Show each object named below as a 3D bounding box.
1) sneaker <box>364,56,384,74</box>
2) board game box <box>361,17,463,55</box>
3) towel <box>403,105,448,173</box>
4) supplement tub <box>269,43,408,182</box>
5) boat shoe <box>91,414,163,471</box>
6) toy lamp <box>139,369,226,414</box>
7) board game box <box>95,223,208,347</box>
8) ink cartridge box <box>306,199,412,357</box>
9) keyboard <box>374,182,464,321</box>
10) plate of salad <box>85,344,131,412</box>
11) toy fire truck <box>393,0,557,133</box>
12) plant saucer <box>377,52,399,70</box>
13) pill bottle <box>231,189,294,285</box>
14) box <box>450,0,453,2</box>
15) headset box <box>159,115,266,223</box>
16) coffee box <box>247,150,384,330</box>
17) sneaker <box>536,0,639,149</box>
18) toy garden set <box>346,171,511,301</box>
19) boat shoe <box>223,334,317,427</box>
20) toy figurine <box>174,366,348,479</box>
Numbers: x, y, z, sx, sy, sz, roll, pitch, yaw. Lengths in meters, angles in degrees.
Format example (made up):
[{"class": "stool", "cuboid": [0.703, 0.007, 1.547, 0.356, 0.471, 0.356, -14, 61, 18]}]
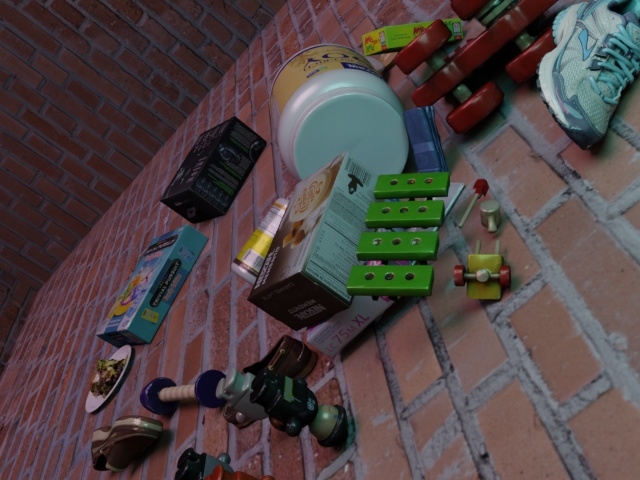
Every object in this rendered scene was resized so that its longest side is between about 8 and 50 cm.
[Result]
[{"class": "sneaker", "cuboid": [0.072, -0.343, 1.618, 0.212, 0.080, 0.094, -33, -27, -49]}, {"class": "board game box", "cuboid": [0.186, -0.411, 1.458, 0.181, 0.043, 0.092, -14, 9, -24]}, {"class": "towel", "cuboid": [0.175, -0.163, 1.192, 0.029, 0.119, 0.067, -22, 12, -22]}, {"class": "supplement tub", "cuboid": [0.031, -0.228, 1.380, 0.241, 0.241, 0.331, -46, 24, 14]}, {"class": "boat shoe", "cuboid": [-0.395, 0.422, 1.462, 0.257, 0.095, 0.095, -34, 43, 49]}, {"class": "toy lamp", "cuboid": [-0.277, 0.300, 1.411, 0.275, 0.080, 0.080, -21, 38, 52]}, {"class": "board game box", "cuboid": [-0.472, 0.129, 2.008, 0.254, 0.079, 0.336, -16, 42, 54]}, {"class": "ink cartridge box", "cuboid": [0.057, 0.028, 1.176, 0.186, 0.065, 0.311, -45, 19, 23]}, {"class": "keyboard", "cuboid": [0.140, 0.013, 1.131, 0.256, 0.014, 0.072, -57, 29, -9]}, {"class": "plate of salad", "cuboid": [-0.568, 0.358, 1.903, 0.200, 0.048, 0.199, -41, 25, 24]}, {"class": "toy fire truck", "cuboid": [0.277, -0.332, 1.200, 0.302, 0.169, 0.254, -40, 6, 31]}, {"class": "plant saucer", "cuboid": [0.163, -0.429, 1.701, 0.083, 0.015, 0.083, -40, 27, 26]}, {"class": "pill bottle", "cuboid": [-0.070, 0.000, 1.399, 0.215, 0.117, 0.117, -55, 23, -6]}, {"class": "box", "cuboid": [0.344, -0.576, 1.528, 0.175, 0.051, 0.220, -41, 25, 25]}, {"class": "headset box", "cuboid": [-0.323, -0.195, 2.123, 0.246, 0.131, 0.283, -11, 47, 57]}, {"class": "coffee box", "cuboid": [0.000, 0.000, 1.110, 0.141, 0.098, 0.246, -30, 31, 47]}, {"class": "sneaker", "cuboid": [0.368, -0.242, 0.948, 0.122, 0.110, 0.283, -24, 37, 43]}, {"class": "toy garden set", "cuboid": [0.161, -0.003, 0.990, 0.204, 0.049, 0.244, -1, 41, 19]}, {"class": "boat shoe", "cuboid": [-0.099, 0.229, 1.191, 0.207, 0.073, 0.073, -45, 26, 20]}, {"class": "toy figurine", "cuboid": [-0.081, 0.289, 0.997, 0.209, 0.148, 0.213, -19, 42, 61]}]
